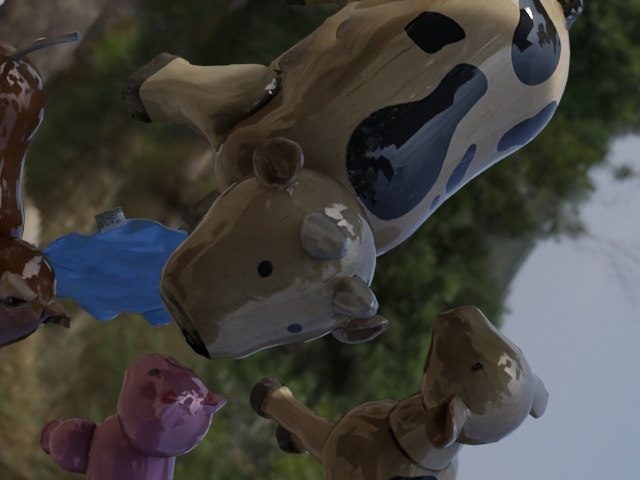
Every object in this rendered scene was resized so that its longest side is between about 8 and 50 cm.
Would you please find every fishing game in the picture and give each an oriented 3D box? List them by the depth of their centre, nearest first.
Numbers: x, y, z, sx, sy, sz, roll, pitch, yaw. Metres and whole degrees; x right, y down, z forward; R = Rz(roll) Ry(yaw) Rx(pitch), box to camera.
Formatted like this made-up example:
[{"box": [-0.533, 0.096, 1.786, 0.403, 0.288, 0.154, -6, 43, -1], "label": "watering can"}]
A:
[{"box": [-0.101, 0.014, 1.186, 0.189, 0.264, 0.041, 71, 18, -69], "label": "fishing game"}]

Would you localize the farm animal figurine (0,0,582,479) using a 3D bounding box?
[{"box": [0.000, 0.000, 0.741, 0.172, 0.330, 0.326, 13, -117, 49], "label": "farm animal figurine"}]

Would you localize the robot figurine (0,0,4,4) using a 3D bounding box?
[{"box": [-0.193, -0.189, 0.494, 0.300, 0.353, 0.200, -25, 146, -9], "label": "robot figurine"}]
